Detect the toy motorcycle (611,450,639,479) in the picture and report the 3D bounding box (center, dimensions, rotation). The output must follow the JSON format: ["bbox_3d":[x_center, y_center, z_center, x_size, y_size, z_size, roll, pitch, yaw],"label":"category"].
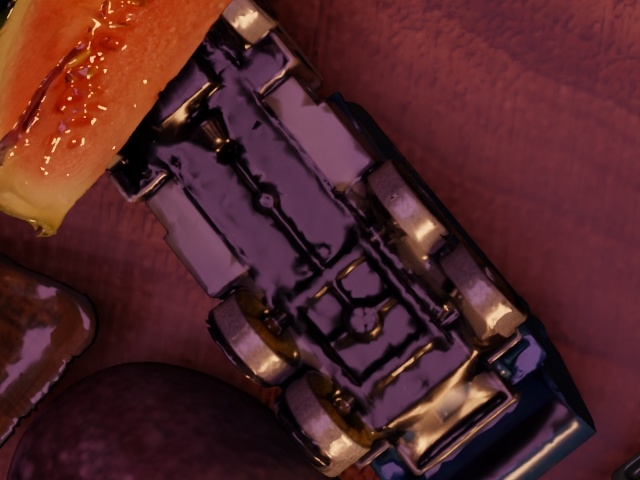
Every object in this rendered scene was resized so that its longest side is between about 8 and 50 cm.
[{"bbox_3d":[0.278,0.252,1.009,0.191,0.200,0.326,-40,47,11],"label":"toy motorcycle"}]

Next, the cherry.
[{"bbox_3d":[-0.084,0.190,1.120,0.213,0.183,0.266,-34,63,-7],"label":"cherry"}]

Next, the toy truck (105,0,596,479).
[{"bbox_3d":[0.000,0.000,1.096,0.146,0.175,0.367,-39,85,9],"label":"toy truck"}]

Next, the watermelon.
[{"bbox_3d":[-0.119,-0.150,0.948,0.159,0.128,0.303,36,101,-9],"label":"watermelon"}]

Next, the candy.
[{"bbox_3d":[-0.270,0.024,1.178,0.271,0.101,0.143,37,101,14],"label":"candy"}]
